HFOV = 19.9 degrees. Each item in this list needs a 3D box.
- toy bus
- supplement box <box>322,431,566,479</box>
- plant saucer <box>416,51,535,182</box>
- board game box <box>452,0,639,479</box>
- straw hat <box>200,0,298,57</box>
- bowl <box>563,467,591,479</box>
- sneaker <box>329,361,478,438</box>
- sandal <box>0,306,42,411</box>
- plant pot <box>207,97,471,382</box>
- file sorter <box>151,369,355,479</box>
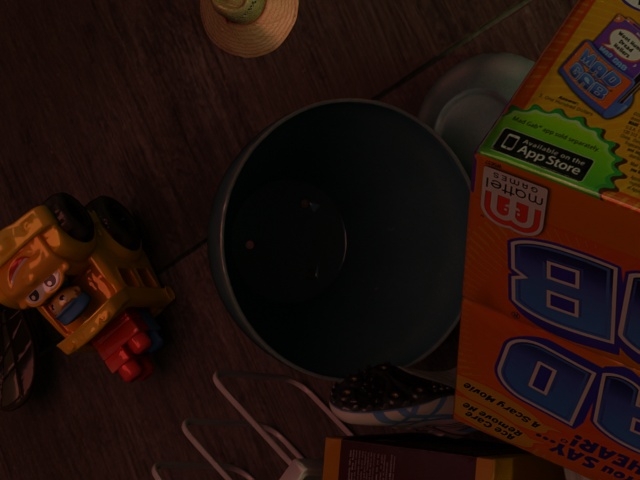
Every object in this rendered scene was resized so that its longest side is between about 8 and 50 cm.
[{"bbox_3d":[-0.271,0.068,2.121,0.149,0.220,0.211,-39,73,17],"label":"toy bus"},{"bbox_3d":[0.128,0.271,1.861,0.194,0.191,0.129,4,88,32],"label":"supplement box"},{"bbox_3d":[0.175,-0.109,1.962,0.195,0.037,0.195,-3,84,31],"label":"plant saucer"},{"bbox_3d":[0.353,-0.007,1.533,0.356,0.356,0.356,22,54,19],"label":"board game box"},{"bbox_3d":[-0.099,-0.286,2.134,0.144,0.061,0.144,-3,84,32],"label":"straw hat"},{"bbox_3d":[0.355,0.201,1.746,0.311,0.163,0.311,-4,82,32],"label":"bowl"},{"bbox_3d":[0.112,0.170,1.862,0.085,0.237,0.086,39,124,49],"label":"sneaker"},{"bbox_3d":[-0.387,0.113,2.281,0.090,0.060,0.219,-34,54,18],"label":"sandal"},{"bbox_3d":[0.000,0.000,1.949,0.195,0.290,0.290,180,96,-68],"label":"plant pot"},{"bbox_3d":[-0.091,0.301,1.997,0.173,0.193,0.278,43,107,30],"label":"file sorter"}]
